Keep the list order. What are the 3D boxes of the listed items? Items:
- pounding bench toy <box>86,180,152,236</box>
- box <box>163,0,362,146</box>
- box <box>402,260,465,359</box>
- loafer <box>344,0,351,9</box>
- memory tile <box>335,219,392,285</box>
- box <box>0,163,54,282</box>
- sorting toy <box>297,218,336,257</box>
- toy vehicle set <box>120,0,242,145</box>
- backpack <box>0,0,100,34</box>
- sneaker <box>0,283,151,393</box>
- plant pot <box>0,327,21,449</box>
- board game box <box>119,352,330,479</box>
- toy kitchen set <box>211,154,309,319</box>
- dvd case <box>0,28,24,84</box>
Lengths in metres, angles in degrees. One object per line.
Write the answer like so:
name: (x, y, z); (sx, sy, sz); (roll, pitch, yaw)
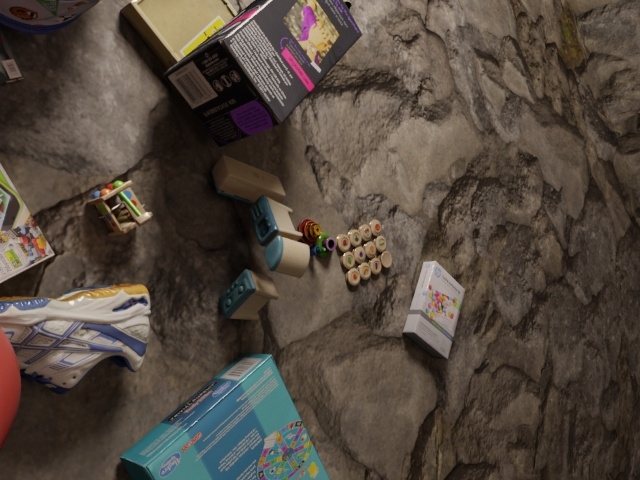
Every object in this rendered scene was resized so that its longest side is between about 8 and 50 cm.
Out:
pounding bench toy: (-0.274, -0.049, 0.777); (0.052, 0.083, 0.065); (-43, 115, -38)
box: (-0.083, -0.295, 0.883); (0.143, 0.165, 0.270); (54, 52, -25)
box: (0.269, 0.163, 1.308); (0.145, 0.038, 0.186); (41, 58, -33)
loafer: (0.036, -0.492, 1.154); (0.056, 0.050, 0.147); (-22, 100, -43)
memory tile: (0.093, 0.025, 1.172); (0.148, 0.012, 0.113); (-24, 102, -43)
box: (-0.425, -0.044, 0.664); (0.114, 0.036, 0.206); (-38, 111, -40)
sorting toy: (0.000, 0.000, 1.064); (0.102, 0.042, 0.061); (35, 62, -36)
toy vehicle set: (-0.181, -0.314, 0.933); (0.266, 0.035, 0.166); (52, 53, -27)
backpack: (-0.348, -0.391, 0.664); (0.277, 0.213, 0.263); (37, 52, -28)
sneaker: (-0.341, 0.129, 0.674); (0.297, 0.112, 0.130); (-3, 92, -41)
plant pot: (-0.405, 0.179, 0.451); (0.275, 0.243, 0.274); (-6, 106, -22)
board game box: (-0.117, 0.389, 0.877); (0.254, 0.079, 0.335); (-36, 110, -41)
toy kitchen set: (-0.134, -0.001, 0.924); (0.122, 0.166, 0.207); (19, 35, -42)
dvd case: (-0.442, -0.227, 0.686); (0.119, 0.013, 0.087); (-32, 107, -40)
